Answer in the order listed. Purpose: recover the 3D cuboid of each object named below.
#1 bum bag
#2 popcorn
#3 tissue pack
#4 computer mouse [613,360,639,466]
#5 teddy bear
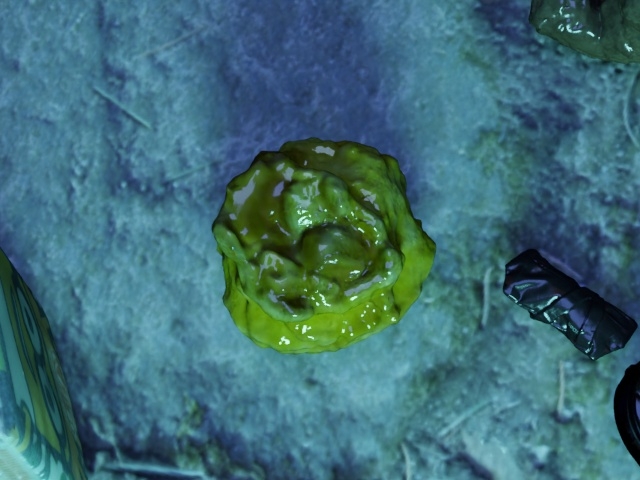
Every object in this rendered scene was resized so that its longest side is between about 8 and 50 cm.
[{"bbox_3d":[0.210,0.055,1.689,0.124,0.034,0.058,33,63,17],"label":"bum bag"},{"bbox_3d":[0.002,0.000,1.674,0.198,0.155,0.197,2,67,-6],"label":"popcorn"},{"bbox_3d":[-0.284,0.112,1.578,0.128,0.311,0.228,-17,68,0],"label":"tissue pack"},{"bbox_3d":[0.354,0.120,1.616,0.233,0.096,0.137,-26,63,1],"label":"computer mouse"},{"bbox_3d":[0.292,-0.247,1.748,0.140,0.177,0.190,26,69,-32],"label":"teddy bear"}]
